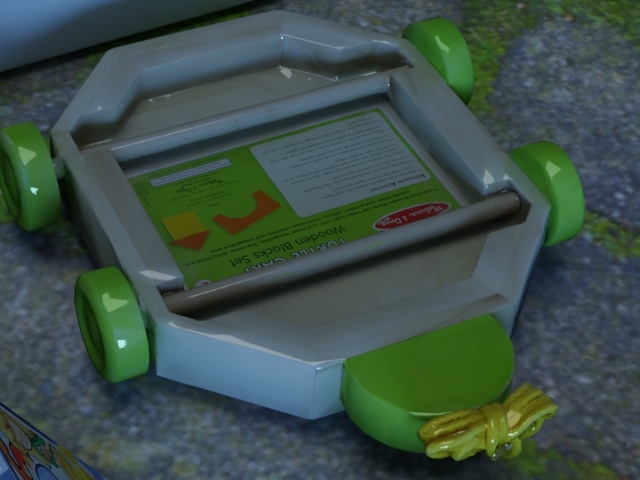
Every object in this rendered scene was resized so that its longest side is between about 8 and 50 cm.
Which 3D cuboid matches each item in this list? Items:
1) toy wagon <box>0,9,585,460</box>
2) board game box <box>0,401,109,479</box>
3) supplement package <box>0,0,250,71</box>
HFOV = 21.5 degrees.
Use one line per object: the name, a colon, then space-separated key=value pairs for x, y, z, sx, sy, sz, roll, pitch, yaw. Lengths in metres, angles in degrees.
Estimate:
toy wagon: x=0.000 y=0.000 z=0.864 sx=0.267 sy=0.068 sz=0.344 roll=-17 pitch=47 yaw=-21
board game box: x=-0.079 y=0.149 z=0.648 sx=0.035 sy=0.136 sz=0.201 roll=-41 pitch=53 yaw=0
supplement package: x=-0.185 y=-0.224 z=1.010 sx=0.293 sy=0.175 sz=0.177 roll=-19 pitch=46 yaw=-23
